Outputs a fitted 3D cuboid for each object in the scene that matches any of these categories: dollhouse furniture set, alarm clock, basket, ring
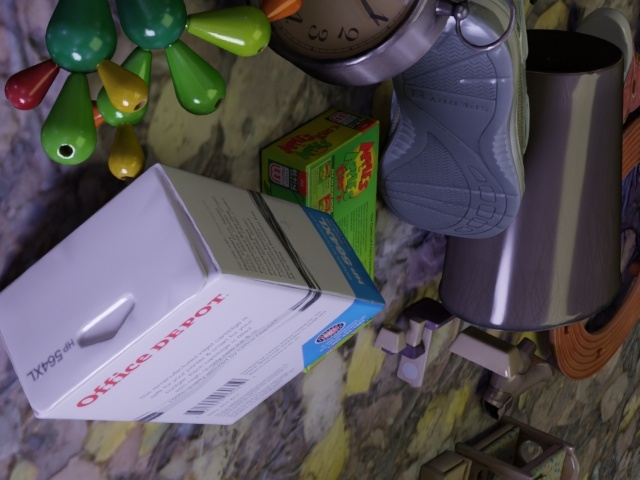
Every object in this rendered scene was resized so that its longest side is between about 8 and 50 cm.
[{"bbox_3d":[0.183,0.302,1.463,0.182,0.101,0.161,-19,124,-53],"label":"dollhouse furniture set"},{"bbox_3d":[0.113,0.121,1.232,0.091,0.114,0.081,-27,134,-52],"label":"dollhouse furniture set"},{"bbox_3d":[0.037,-0.157,0.859,0.064,0.192,0.129,24,88,-61],"label":"alarm clock"},{"bbox_3d":[0.195,-0.061,1.218,0.204,0.154,0.227,-30,128,-45],"label":"basket"},{"bbox_3d":[0.346,0.003,1.609,0.336,0.032,0.336,-36,137,-42],"label":"ring"}]

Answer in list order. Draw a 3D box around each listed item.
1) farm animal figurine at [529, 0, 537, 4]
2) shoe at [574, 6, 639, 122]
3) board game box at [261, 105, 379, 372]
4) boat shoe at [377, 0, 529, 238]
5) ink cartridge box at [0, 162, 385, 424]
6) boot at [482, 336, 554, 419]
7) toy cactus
[{"bbox_3d":[0.313,-0.342,1.053,0.326,0.172,0.330,-56,-177,-13],"label":"farm animal figurine"},{"bbox_3d":[0.297,-0.179,1.391,0.081,0.063,0.178,-49,150,-32],"label":"shoe"},{"bbox_3d":[0.000,0.000,1.043,0.092,0.043,0.181,-36,137,-44],"label":"board game box"},{"bbox_3d":[0.108,-0.104,1.048,0.320,0.118,0.103,79,27,-59],"label":"boat shoe"},{"bbox_3d":[-0.076,0.041,0.844,0.148,0.086,0.203,-38,156,19],"label":"ink cartridge box"},{"bbox_3d":[0.211,0.157,1.485,0.087,0.042,0.118,-55,146,-11],"label":"boot"},{"bbox_3d":[-0.108,-0.146,0.753,0.219,0.112,0.180,-50,126,-25],"label":"toy cactus"}]
